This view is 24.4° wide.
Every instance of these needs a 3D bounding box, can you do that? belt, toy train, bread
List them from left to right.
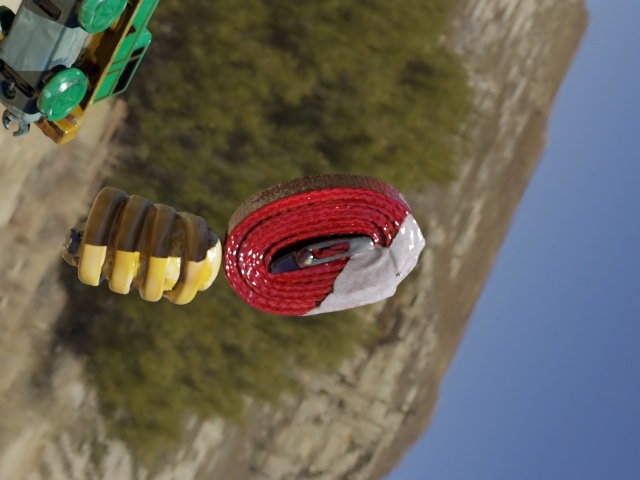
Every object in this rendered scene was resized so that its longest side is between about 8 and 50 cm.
[{"bbox_3d":[-0.175,-0.169,1.093,0.136,0.091,0.227,-31,158,-56],"label":"toy train"},{"bbox_3d":[-0.201,0.010,1.668,0.084,0.177,0.119,-78,-177,-59],"label":"bread"},{"bbox_3d":[0.000,0.000,1.507,0.124,0.201,0.128,-107,-172,-78],"label":"belt"}]
